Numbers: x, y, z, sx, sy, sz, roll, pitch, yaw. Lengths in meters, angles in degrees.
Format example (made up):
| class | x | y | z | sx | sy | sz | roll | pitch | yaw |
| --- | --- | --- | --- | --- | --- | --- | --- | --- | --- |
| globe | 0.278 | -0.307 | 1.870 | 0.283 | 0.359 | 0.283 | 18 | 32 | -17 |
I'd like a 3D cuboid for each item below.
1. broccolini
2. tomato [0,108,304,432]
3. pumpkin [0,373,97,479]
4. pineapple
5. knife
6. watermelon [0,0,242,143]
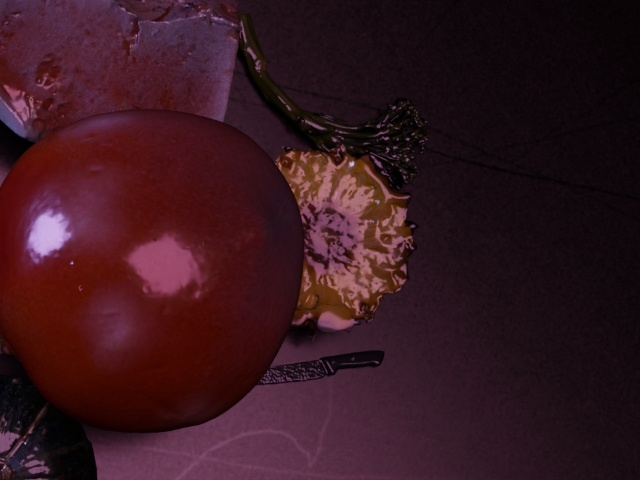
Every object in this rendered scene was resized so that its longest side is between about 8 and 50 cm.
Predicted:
| class | x | y | z | sx | sy | sz | roll | pitch | yaw |
| --- | --- | --- | --- | --- | --- | --- | --- | --- | --- |
| broccolini | 0.016 | -0.165 | 1.825 | 0.271 | 0.062 | 0.123 | 46 | 62 | -2 |
| tomato | -0.159 | 0.024 | 1.581 | 0.321 | 0.321 | 0.322 | 3 | 79 | -16 |
| pumpkin | -0.309 | 0.225 | 1.601 | 0.190 | 0.146 | 0.190 | -2 | 78 | 8 |
| pineapple | 0.000 | 0.000 | 1.765 | 0.224 | 0.076 | 0.225 | 0 | 82 | -2 |
| knife | -0.011 | 0.138 | 1.780 | 0.170 | 0.010 | 0.023 | -7 | 76 | -16 |
| watermelon | -0.240 | -0.208 | 1.687 | 0.305 | 0.180 | 0.224 | 8 | 65 | -13 |
